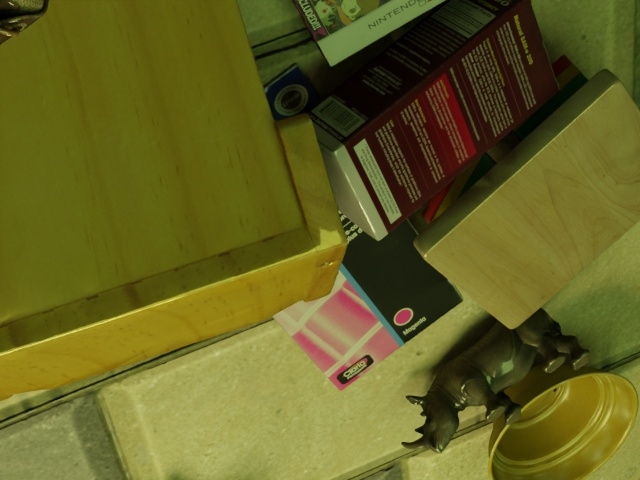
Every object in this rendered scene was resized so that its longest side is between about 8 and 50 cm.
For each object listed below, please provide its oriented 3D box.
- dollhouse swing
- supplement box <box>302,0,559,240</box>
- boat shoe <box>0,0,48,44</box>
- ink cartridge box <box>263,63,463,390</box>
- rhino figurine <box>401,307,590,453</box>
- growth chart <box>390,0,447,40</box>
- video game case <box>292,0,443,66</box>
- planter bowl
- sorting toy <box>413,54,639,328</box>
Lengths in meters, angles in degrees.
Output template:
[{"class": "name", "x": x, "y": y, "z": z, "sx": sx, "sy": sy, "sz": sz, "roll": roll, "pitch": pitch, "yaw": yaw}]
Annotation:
[{"class": "dollhouse swing", "x": -0.194, "y": -0.064, "z": 1.172, "sx": 0.347, "sy": 0.305, "sz": 0.315, "roll": -19, "pitch": 169, "yaw": -8}, {"class": "supplement box", "x": 0.104, "y": -0.127, "z": 1.256, "sx": 0.239, "sy": 0.073, "sz": 0.130, "roll": -39, "pitch": 135, "yaw": -11}, {"class": "boat shoe", "x": -0.252, "y": -0.199, "z": 0.966, "sx": 0.342, "sy": 0.123, "sz": 0.123, "roll": -42, "pitch": 115, "yaw": -11}, {"class": "ink cartridge box", "x": 0.000, "y": 0.000, "z": 1.374, "sx": 0.176, "sy": 0.069, "sz": 0.371, "roll": -36, "pitch": 133, "yaw": 2}, {"class": "rhino figurine", "x": 0.194, "y": 0.170, "z": 1.588, "sx": 0.243, "sy": 0.106, "sz": 0.073, "roll": -39, "pitch": 143, "yaw": 4}, {"class": "growth chart", "x": 0.126, "y": -0.289, "z": 1.234, "sx": 0.172, "sy": 0.021, "sz": 0.237, "roll": -13, "pitch": 131, "yaw": -18}, {"class": "video game case", "x": 0.047, "y": -0.291, "z": 1.152, "sx": 0.210, "sy": 0.042, "sz": 0.232, "roll": -30, "pitch": 131, "yaw": 2}, {"class": "planter bowl", "x": 0.288, "y": 0.222, "z": 1.696, "sx": 0.217, "sy": 0.090, "sz": 0.217, "roll": -15, "pitch": 132, "yaw": -17}, {"class": "sorting toy", "x": 0.230, "y": -0.053, "z": 1.415, "sx": 0.255, "sy": 0.089, "sz": 0.257, "roll": -42, "pitch": 146, "yaw": 8}]
